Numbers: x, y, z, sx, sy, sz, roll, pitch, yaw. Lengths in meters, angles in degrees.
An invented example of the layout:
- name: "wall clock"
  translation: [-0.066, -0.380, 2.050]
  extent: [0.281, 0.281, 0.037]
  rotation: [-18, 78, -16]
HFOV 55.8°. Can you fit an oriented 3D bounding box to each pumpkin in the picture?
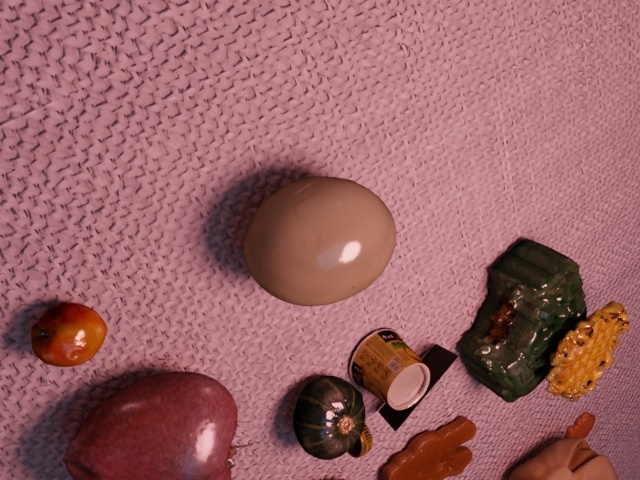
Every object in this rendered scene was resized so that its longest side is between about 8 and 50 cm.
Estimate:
- name: "pumpkin"
  translation: [0.018, 0.362, 1.247]
  extent: [0.167, 0.125, 0.167]
  rotation: [-3, 97, -25]

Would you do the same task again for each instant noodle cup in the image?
- name: "instant noodle cup"
  translation: [0.153, 0.283, 1.301]
  extent: [0.151, 0.122, 0.152]
  rotation: [-13, 119, -25]

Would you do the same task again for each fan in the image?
- name: "fan"
  translation: [0.081, 0.403, 1.340]
  extent: [0.039, 0.082, 0.155]
  rotation: [-11, 104, -34]

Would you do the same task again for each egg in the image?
- name: "egg"
  translation: [0.000, 0.000, 1.028]
  extent: [0.269, 0.219, 0.219]
  rotation: [-15, 117, -31]

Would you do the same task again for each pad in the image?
- name: "pad"
  translation: [0.216, 0.324, 1.356]
  extent: [0.003, 0.143, 0.211]
  rotation: [43, 85, -9]

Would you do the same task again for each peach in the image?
- name: "peach"
  translation: [-0.382, 0.146, 0.926]
  extent: [0.100, 0.100, 0.101]
  rotation: [-13, 116, -27]

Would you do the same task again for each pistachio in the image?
- name: "pistachio"
  translation: [0.713, 0.752, 1.773]
  extent: [0.445, 0.281, 0.366]
  rotation: [1, 114, -51]

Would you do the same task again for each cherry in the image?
- name: "cherry"
  translation: [-0.265, 0.350, 1.011]
  extent: [0.307, 0.221, 0.261]
  rotation: [3, 100, -19]

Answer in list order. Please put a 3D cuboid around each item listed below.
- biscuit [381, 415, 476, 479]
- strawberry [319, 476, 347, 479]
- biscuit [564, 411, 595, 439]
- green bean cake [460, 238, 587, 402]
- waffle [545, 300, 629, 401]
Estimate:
- name: "biscuit"
  translation: [0.277, 0.559, 1.546]
  extent: [0.295, 0.044, 0.186]
  rotation: [-9, 111, -30]
- name: "strawberry"
  translation: [0.043, 0.609, 1.381]
  extent: [0.131, 0.131, 0.148]
  rotation: [-45, 156, -9]
- name: "biscuit"
  translation: [0.829, 0.601, 1.925]
  extent: [0.130, 0.019, 0.102]
  rotation: [-30, 124, -19]
- name: "green bean cake"
  translation: [0.485, 0.198, 1.445]
  extent: [0.307, 0.169, 0.300]
  rotation: [-38, 127, -12]
- name: "waffle"
  translation: [0.640, 0.264, 1.440]
  extent: [0.281, 0.060, 0.262]
  rotation: [-52, 136, -3]
